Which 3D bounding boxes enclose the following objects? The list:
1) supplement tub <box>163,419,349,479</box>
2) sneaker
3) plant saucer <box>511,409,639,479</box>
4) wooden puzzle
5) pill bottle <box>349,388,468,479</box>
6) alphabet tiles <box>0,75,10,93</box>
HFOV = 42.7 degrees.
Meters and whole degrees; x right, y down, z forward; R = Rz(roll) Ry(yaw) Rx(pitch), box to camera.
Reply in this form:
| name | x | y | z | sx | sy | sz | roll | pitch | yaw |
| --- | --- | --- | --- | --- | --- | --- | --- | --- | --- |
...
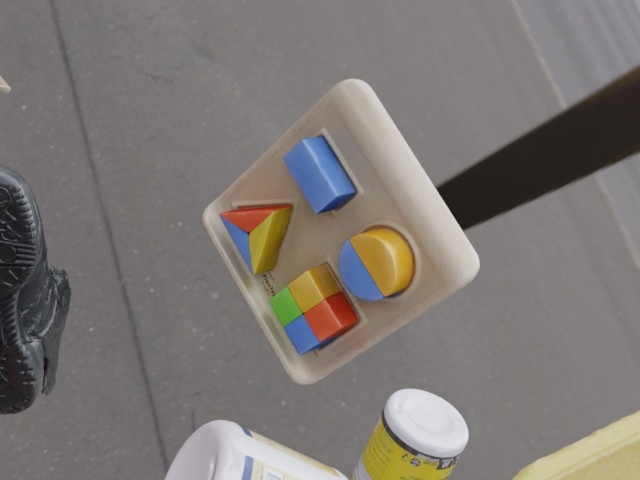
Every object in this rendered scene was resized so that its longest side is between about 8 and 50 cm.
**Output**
| name | x | y | z | sx | sy | sz | roll | pitch | yaw |
| --- | --- | --- | --- | --- | --- | --- | --- | --- | --- |
| supplement tub | -0.080 | 0.445 | 1.305 | 0.316 | 0.228 | 0.228 | 31 | 41 | -23 |
| sneaker | -0.173 | 0.028 | 0.464 | 0.051 | 0.170 | 0.089 | 3 | 24 | -6 |
| plant saucer | 0.290 | 0.184 | 0.314 | 0.081 | 0.332 | 0.333 | 79 | -15 | -56 |
| wooden puzzle | 0.000 | 0.000 | 1.144 | 0.080 | 0.348 | 0.322 | -13 | 69 | -56 |
| pill bottle | 0.059 | 0.174 | 0.611 | 0.065 | 0.116 | 0.065 | 17 | 27 | -9 |
| alphabet tiles | -0.585 | -0.279 | 1.089 | 0.285 | 0.011 | 0.342 | 10 | 25 | -45 |
